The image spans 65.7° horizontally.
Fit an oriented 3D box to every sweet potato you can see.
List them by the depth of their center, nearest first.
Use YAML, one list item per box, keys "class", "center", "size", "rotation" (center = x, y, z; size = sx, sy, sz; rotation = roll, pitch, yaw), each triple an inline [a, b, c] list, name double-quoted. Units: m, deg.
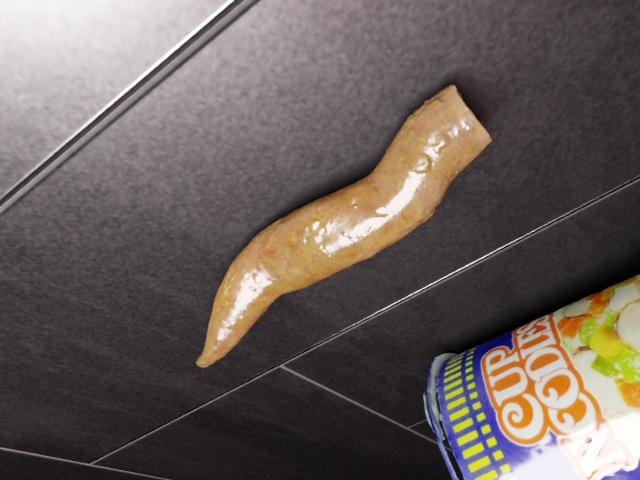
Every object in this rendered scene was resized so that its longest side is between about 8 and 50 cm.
- class: "sweet potato"
  center: [0.000, 0.000, 0.375]
  size: [0.281, 0.067, 0.059]
  rotation: [-36, 167, 23]

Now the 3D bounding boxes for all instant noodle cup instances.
- class: "instant noodle cup"
  center: [0.313, 0.161, 0.487]
  size: [0.284, 0.284, 0.312]
  rotation: [28, 123, -38]
